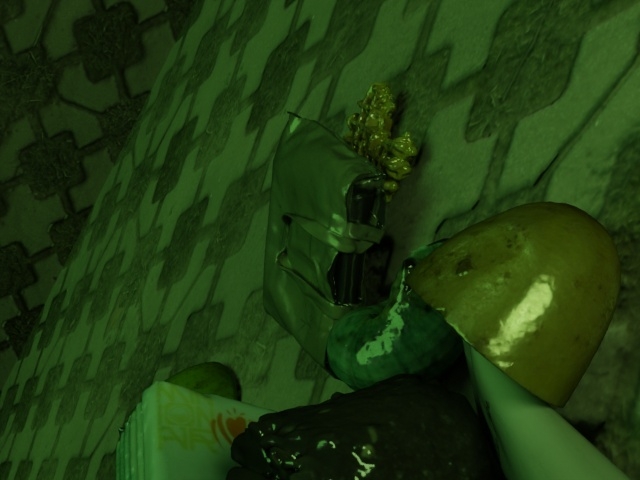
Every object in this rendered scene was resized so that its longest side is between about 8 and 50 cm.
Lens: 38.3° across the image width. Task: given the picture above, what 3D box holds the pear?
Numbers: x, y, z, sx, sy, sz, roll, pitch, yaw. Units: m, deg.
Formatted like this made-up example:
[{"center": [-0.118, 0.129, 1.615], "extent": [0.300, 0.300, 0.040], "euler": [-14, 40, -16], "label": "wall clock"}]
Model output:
[{"center": [-0.234, 0.310, 1.532], "extent": [0.239, 0.139, 0.288], "euler": [-56, 30, 11], "label": "pear"}]

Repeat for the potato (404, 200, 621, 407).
[{"center": [0.191, 0.037, 0.839], "extent": [0.158, 0.178, 0.203], "euler": [-52, 2, 2], "label": "potato"}]

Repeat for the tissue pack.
[{"center": [-0.074, 0.363, 0.983], "extent": [0.162, 0.287, 0.388], "euler": [-53, 30, 30], "label": "tissue pack"}]

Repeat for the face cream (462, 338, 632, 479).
[{"center": [0.203, 0.201, 0.770], "extent": [0.314, 0.089, 0.143], "euler": [-126, 15, -60], "label": "face cream"}]

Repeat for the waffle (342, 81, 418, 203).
[{"center": [0.082, -0.132, 1.279], "extent": [0.149, 0.051, 0.194], "euler": [-51, 32, 40], "label": "waffle"}]

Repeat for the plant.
[{"center": [0.023, 0.247, 0.858], "extent": [0.199, 0.276, 0.188], "euler": [-1, 104, 61], "label": "plant"}]

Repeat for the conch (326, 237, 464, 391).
[{"center": [0.093, 0.100, 1.024], "extent": [0.188, 0.122, 0.176], "euler": [-44, 7, 44], "label": "conch"}]

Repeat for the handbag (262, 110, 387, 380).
[{"center": [0.001, 0.005, 1.252], "extent": [0.253, 0.109, 0.316], "euler": [-141, 55, -59], "label": "handbag"}]
